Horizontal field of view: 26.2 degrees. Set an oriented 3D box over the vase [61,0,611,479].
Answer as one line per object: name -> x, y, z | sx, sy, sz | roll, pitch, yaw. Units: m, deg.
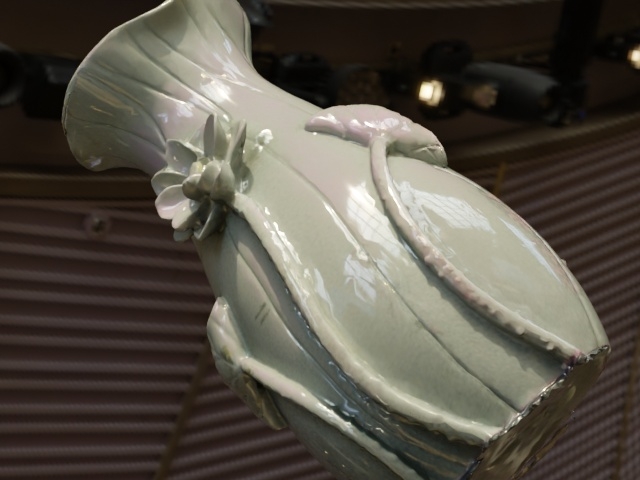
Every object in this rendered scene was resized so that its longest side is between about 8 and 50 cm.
vase -> 0.000, 0.000, 1.037 | 0.250, 0.445, 0.250 | -38, -23, -19
